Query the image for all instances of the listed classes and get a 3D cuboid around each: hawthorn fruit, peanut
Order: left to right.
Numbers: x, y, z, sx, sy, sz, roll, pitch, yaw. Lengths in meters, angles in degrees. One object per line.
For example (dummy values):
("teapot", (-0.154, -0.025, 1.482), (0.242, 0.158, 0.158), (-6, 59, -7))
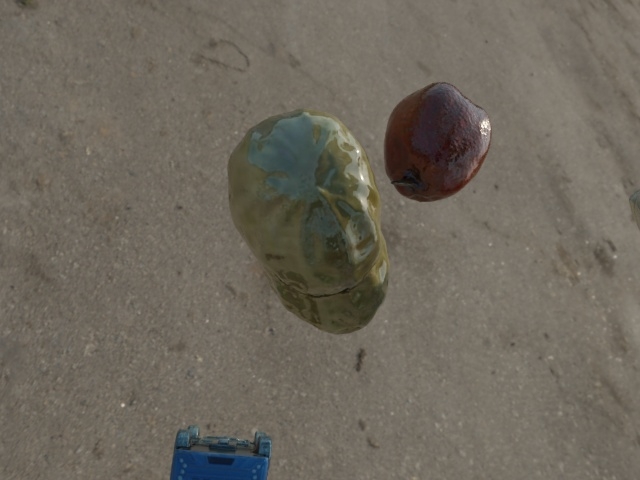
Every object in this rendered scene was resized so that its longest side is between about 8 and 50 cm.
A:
("peanut", (0.000, 0.000, 0.651), (0.152, 0.313, 0.152), (-5, 55, 7))
("hawthorn fruit", (0.209, -0.175, 1.208), (0.210, 0.210, 0.262), (42, 63, -9))

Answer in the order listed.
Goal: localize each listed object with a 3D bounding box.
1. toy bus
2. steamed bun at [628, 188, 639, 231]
("toy bus", (-0.128, 0.309, 0.782), (0.114, 0.246, 0.134), (7, 74, -6))
("steamed bun", (0.604, -0.058, 0.902), (0.146, 0.242, 0.164), (51, 1, -30))
